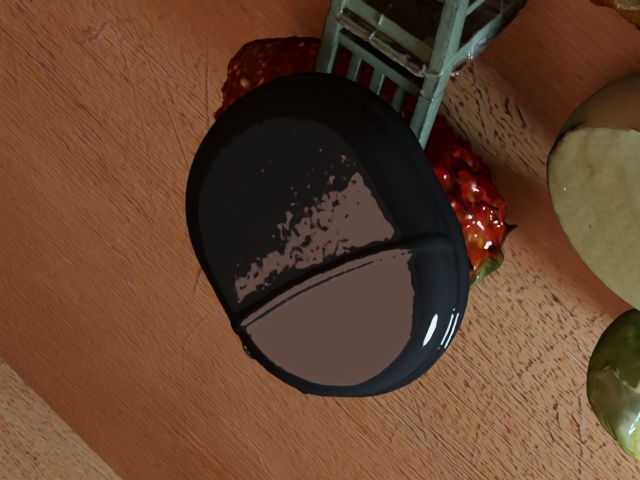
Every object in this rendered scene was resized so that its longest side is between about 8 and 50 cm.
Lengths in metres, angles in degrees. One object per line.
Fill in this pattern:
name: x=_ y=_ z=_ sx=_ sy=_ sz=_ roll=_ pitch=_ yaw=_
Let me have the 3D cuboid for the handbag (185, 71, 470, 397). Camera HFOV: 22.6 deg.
handbag: x=-0.001 y=0.000 z=1.472 sx=0.253 sy=0.093 sz=0.308 roll=-29 pitch=86 yaw=26

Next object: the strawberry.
strawberry: x=0.037 y=-0.071 z=1.644 sx=0.292 sy=0.292 sz=0.343 roll=-23 pitch=92 yaw=61

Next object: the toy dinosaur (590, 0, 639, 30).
toy dinosaur: x=0.299 y=-0.167 z=1.335 sx=0.212 sy=0.057 sz=0.142 roll=52 pitch=164 yaw=-4

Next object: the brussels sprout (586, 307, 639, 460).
brussels sprout: x=0.324 y=0.133 z=1.586 sx=0.122 sy=0.149 sz=0.152 roll=47 pitch=141 yaw=41

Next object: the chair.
chair: x=0.097 y=-0.213 z=1.464 sx=0.136 sy=0.147 sz=0.270 roll=37 pitch=148 yaw=18

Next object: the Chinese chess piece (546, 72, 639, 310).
Chinese chess piece: x=0.320 y=-0.033 z=1.425 sx=0.251 sy=0.097 sz=0.251 roll=36 pitch=150 yaw=24
